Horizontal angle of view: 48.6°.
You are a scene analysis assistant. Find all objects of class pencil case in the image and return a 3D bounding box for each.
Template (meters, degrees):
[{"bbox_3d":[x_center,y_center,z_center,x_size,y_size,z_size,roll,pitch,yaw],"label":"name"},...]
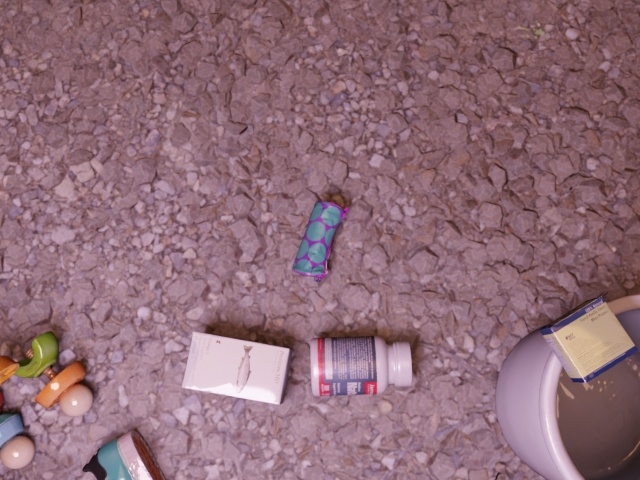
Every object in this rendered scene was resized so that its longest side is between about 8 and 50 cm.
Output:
[{"bbox_3d":[0.000,0.000,1.364,0.070,0.064,0.151,14,80,20],"label":"pencil case"}]

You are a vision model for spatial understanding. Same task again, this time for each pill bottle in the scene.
[{"bbox_3d":[0.073,0.228,1.296,0.180,0.108,0.108,-2,79,2],"label":"pill bottle"}]

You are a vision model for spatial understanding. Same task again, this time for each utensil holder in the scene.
[{"bbox_3d":[0.468,0.268,1.138,0.328,0.385,0.327,0,79,1],"label":"utensil holder"}]

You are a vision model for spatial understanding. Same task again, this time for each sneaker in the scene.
[{"bbox_3d":[-0.319,0.499,1.261,0.121,0.108,0.302,-30,72,-3],"label":"sneaker"}]

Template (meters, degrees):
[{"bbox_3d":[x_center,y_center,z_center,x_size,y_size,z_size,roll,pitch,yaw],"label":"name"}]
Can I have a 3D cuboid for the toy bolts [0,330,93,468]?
[{"bbox_3d":[-0.540,0.307,1.264,0.228,0.218,0.158,-43,87,12],"label":"toy bolts"}]

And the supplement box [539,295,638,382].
[{"bbox_3d":[0.354,0.132,0.943,0.083,0.056,0.083,-31,80,-4],"label":"supplement box"}]

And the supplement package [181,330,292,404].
[{"bbox_3d":[-0.149,0.234,1.302,0.179,0.105,0.105,9,79,3],"label":"supplement package"}]
